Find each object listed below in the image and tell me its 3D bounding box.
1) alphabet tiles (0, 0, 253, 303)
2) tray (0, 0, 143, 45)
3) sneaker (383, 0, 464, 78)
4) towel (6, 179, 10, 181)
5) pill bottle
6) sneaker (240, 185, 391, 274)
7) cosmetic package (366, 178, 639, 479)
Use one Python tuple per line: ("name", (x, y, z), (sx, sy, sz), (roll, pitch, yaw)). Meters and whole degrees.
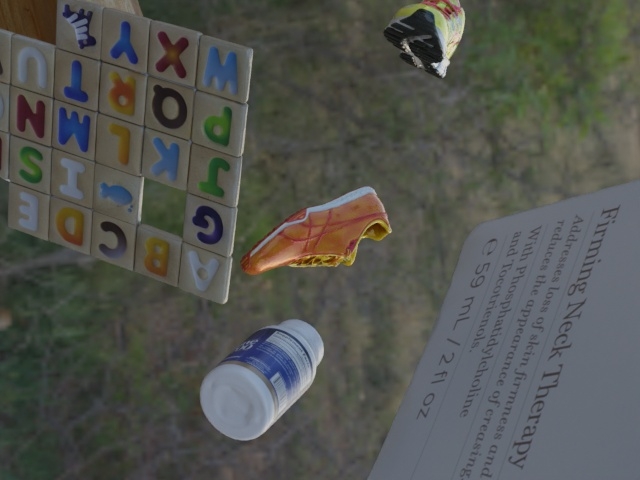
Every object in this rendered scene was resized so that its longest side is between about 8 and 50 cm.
("alphabet tiles", (-0.162, -0.076, 1.041), (0.009, 0.237, 0.198), (-39, 142, -55))
("tray", (-0.273, -0.237, 1.492), (0.076, 0.203, 0.411), (0, 55, -35))
("sneaker", (0.135, -0.267, 1.739), (0.094, 0.081, 0.208), (-62, 174, 0))
("towel", (-0.398, -0.108, 1.846), (0.029, 0.144, 0.197), (-60, -160, 8))
("pill bottle", (-0.045, 0.111, 1.189), (0.120, 0.067, 0.067), (-39, 123, -56))
("sneaker", (0.000, 0.000, 1.405), (0.067, 0.175, 0.064), (63, -29, 8))
("cosmetic package", (0.303, 0.166, 1.098), (0.327, 0.394, 0.329), (41, 56, -25))
